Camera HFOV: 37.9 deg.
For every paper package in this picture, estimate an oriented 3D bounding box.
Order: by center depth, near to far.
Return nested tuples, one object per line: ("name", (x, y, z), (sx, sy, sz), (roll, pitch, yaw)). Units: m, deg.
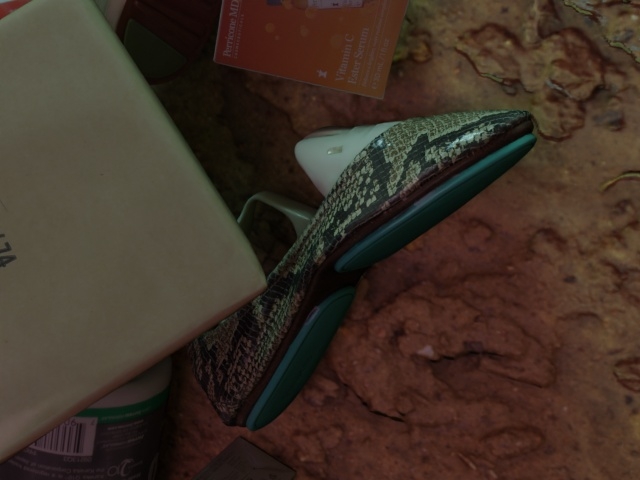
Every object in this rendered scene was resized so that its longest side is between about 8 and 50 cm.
("paper package", (-0.258, -0.013, 0.844), (0.309, 0.168, 0.325), (-33, 93, -9))

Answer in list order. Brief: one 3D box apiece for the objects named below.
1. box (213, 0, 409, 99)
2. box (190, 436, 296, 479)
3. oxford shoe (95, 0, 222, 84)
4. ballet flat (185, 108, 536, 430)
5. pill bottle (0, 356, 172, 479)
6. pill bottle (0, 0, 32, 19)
("box", (-0.006, -0.227, 0.901), (0.170, 0.091, 0.130), (11, 120, -3))
("box", (-0.148, 0.398, 1.109), (0.087, 0.169, 0.290), (29, 113, 13))
("oxford shoe", (-0.138, -0.362, 0.939), (0.146, 0.140, 0.397), (39, 103, 41))
("ballet flat", (0.000, 0.000, 0.967), (0.182, 0.164, 0.483), (49, 119, 15))
("pill bottle", (-0.302, 0.291, 1.125), (0.204, 0.204, 0.361), (18, 109, 17))
("pill bottle", (-0.299, -0.076, 1.030), (0.210, 0.210, 0.363), (-28, 91, 25))
